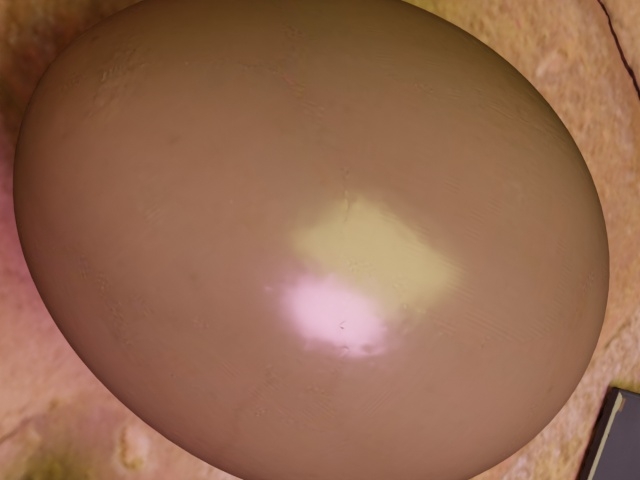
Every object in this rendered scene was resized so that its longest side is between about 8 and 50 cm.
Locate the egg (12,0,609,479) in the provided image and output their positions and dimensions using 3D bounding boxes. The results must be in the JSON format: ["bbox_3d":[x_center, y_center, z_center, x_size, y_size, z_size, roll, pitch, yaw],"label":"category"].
[{"bbox_3d":[0.000,0.000,0.528,0.241,0.186,0.186,21,90,-38],"label":"egg"}]

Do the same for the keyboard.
[{"bbox_3d":[0.160,0.173,0.839,0.055,0.014,0.176,17,92,-42],"label":"keyboard"}]
